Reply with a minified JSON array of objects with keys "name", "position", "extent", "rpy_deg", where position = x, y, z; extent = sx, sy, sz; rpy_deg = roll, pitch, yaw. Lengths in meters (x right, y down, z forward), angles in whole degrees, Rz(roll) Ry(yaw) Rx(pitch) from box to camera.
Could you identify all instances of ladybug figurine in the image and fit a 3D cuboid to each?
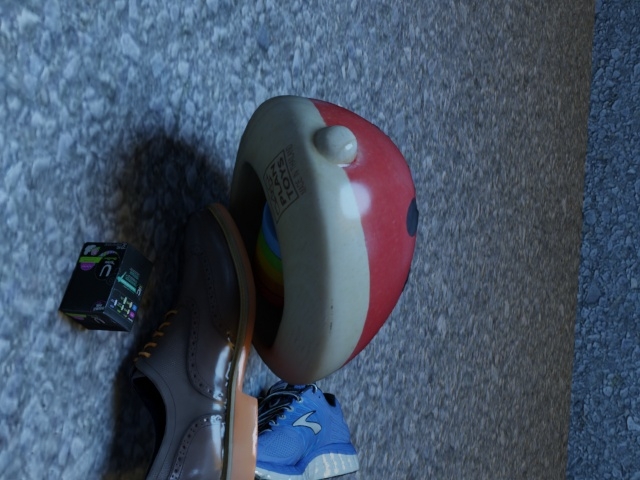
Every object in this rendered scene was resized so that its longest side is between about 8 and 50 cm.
[{"name":"ladybug figurine","position":[0.000,0.000,1.104],"extent":[0.449,0.162,0.305],"rpy_deg":[115,-39,-64]}]

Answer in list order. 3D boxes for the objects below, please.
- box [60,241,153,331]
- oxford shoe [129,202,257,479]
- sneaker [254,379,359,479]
[{"name":"box","position":[-0.227,0.050,1.012],"extent":[0.052,0.062,0.083],"rpy_deg":[49,49,-51]},{"name":"oxford shoe","position":[-0.149,0.117,1.090],"extent":[0.130,0.132,0.364],"rpy_deg":[123,-34,-57]},{"name":"sneaker","position":[-0.063,0.262,1.275],"extent":[0.330,0.130,0.147],"rpy_deg":[11,66,-63]}]
